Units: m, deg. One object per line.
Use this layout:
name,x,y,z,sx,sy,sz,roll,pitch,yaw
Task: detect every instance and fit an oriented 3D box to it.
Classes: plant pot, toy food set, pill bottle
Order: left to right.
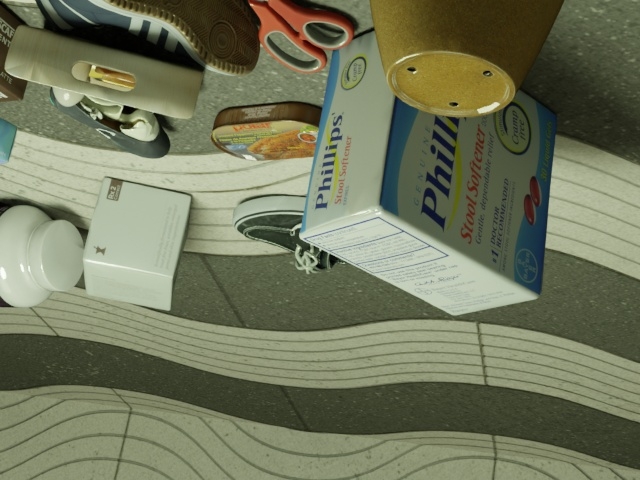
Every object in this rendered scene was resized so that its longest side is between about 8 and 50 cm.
pill bottle,-0.587,0.029,2.313,0.323,0.181,0.181,-2,155,27
toy food set,-0.261,-0.194,1.616,0.219,0.092,0.306,14,-173,-7
plant pot,0.139,-0.253,1.216,0.237,0.254,0.237,8,158,3

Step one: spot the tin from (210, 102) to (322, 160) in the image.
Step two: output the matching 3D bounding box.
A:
tin,-0.066,-0.153,1.835,0.189,0.040,0.106,-2,159,27

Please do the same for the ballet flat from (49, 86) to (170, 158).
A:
ballet flat,-0.284,-0.175,1.837,0.203,0.074,0.074,28,152,-32

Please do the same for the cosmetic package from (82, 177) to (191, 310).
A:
cosmetic package,-0.307,0.009,2.180,0.151,0.151,0.184,12,159,-4

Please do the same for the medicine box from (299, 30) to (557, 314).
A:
medicine box,0.140,-0.084,1.609,0.289,0.263,0.149,27,152,-36

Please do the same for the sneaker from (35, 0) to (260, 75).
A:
sneaker,-0.209,-0.270,1.539,0.153,0.099,0.282,1,164,43

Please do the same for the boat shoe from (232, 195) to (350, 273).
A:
boat shoe,0.001,0.002,2.087,0.306,0.105,0.113,7,158,9

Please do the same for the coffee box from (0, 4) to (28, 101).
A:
coffee box,-0.516,-0.250,1.714,0.246,0.098,0.141,-1,157,27

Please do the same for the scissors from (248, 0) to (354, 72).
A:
scissors,-0.080,-0.284,1.518,0.109,0.021,0.297,-25,141,36

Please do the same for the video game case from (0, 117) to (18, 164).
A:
video game case,-0.585,-0.166,1.737,0.244,0.061,0.269,-7,153,43
